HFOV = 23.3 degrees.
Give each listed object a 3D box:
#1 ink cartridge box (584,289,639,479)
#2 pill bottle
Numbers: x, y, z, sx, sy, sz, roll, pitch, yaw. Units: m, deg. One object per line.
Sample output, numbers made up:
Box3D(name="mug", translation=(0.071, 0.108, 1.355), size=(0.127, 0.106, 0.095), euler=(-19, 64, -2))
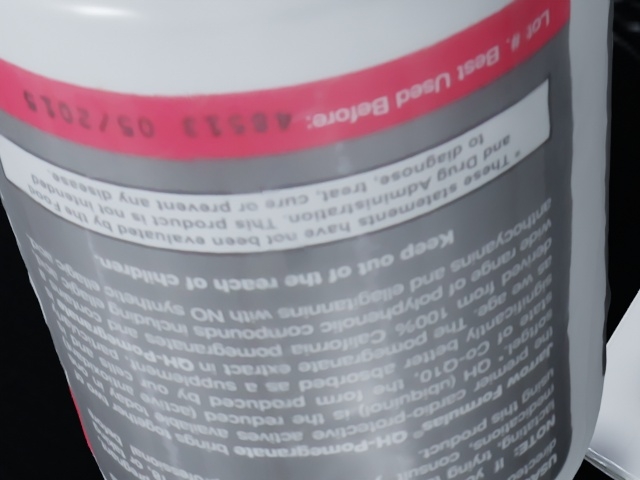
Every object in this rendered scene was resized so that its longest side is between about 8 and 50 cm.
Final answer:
Box3D(name="ink cartridge box", translation=(0.345, 0.129, 1.438), size=(0.226, 0.131, 0.306), euler=(-59, -21, -1))
Box3D(name="pill bottle", translation=(0.000, 0.000, 0.480), size=(0.176, 0.176, 0.318), euler=(-42, -37, -29))
